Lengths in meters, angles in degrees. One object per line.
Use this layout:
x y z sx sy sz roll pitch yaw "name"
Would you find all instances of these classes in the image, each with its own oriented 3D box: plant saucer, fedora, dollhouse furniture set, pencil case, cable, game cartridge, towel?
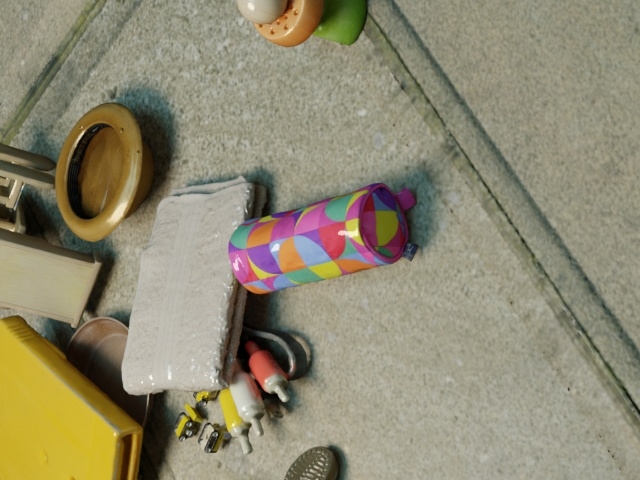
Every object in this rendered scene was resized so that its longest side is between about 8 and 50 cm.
-0.292 0.206 1.948 0.198 0.036 0.198 -3 85 42 "plant saucer"
-0.287 -0.091 1.930 0.194 0.079 0.194 -10 75 41 "fedora"
-0.425 0.009 2.034 0.212 0.161 0.242 -66 23 18 "dollhouse furniture set"
0.000 0.000 1.651 0.236 0.104 0.104 -14 79 40 "pencil case"
-0.116 0.124 1.765 0.139 0.072 0.287 -53 55 24 "cable"
-0.370 0.300 1.969 0.323 0.052 0.285 35 125 41 "game cartridge"
-0.163 0.058 1.784 0.187 0.049 0.282 -8 66 44 "towel"

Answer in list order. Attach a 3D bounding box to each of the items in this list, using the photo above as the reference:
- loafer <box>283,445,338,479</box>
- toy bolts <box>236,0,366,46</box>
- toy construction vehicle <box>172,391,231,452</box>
-0.021 0.317 1.684 0.056 0.050 0.148 30 92 36 "loafer"
-0.066 -0.353 1.685 0.228 0.158 0.218 21 102 41 "toy bolts"
-0.146 0.232 1.818 0.086 0.035 0.098 41 113 48 "toy construction vehicle"
